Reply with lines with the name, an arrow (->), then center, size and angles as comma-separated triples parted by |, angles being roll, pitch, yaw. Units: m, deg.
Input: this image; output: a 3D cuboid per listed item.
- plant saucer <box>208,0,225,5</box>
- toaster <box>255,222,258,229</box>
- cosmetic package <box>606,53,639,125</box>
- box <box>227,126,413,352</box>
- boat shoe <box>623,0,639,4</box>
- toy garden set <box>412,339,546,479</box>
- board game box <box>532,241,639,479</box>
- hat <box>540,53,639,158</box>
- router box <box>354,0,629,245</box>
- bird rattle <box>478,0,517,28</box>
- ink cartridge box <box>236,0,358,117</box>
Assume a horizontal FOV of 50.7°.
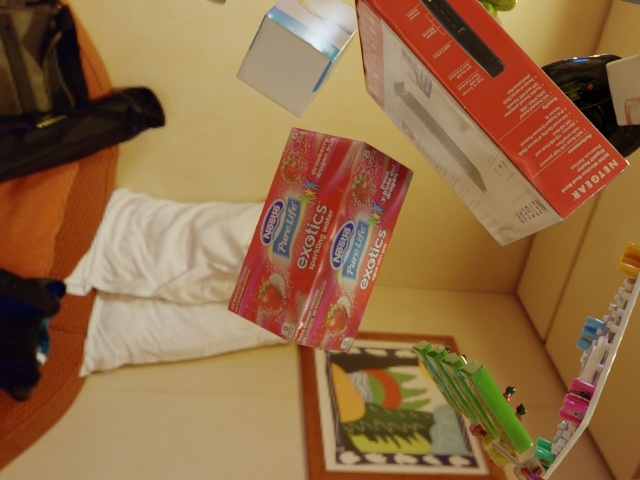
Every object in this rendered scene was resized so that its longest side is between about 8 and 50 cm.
plant saucer -> -0.211, -0.499, 1.092 | 0.241, 0.037, 0.240 | 159, -90, -76
toaster -> -0.015, 0.027, 1.137 | 0.227, 0.129, 0.146 | 62, 12, 17
cosmetic package -> 0.628, -0.275, 1.156 | 0.296, 0.153, 0.129 | -73, 150, -80
box -> 0.000, 0.000, 0.865 | 0.128, 0.123, 0.256 | 20, -90, 40
boat shoe -> 0.496, -0.459, 1.116 | 0.109, 0.302, 0.094 | 21, -75, 59
toy garden set -> 0.223, 0.223, 0.869 | 0.203, 0.049, 0.244 | 57, -7, -3
board game box -> 0.532, 0.248, 1.352 | 0.390, 0.050, 0.390 | -56, 158, -26
hat -> 0.590, -0.258, 1.529 | 0.134, 0.331, 0.331 | 51, 31, -50
router box -> 0.171, -0.143, 0.787 | 0.301, 0.082, 0.335 | 50, 1, 8
bird rattle -> 0.300, -0.435, 1.415 | 0.206, 0.254, 0.143 | 66, -17, -8
ink cartridge box -> -0.039, -0.422, 1.468 | 0.171, 0.168, 0.232 | -54, -174, 44
